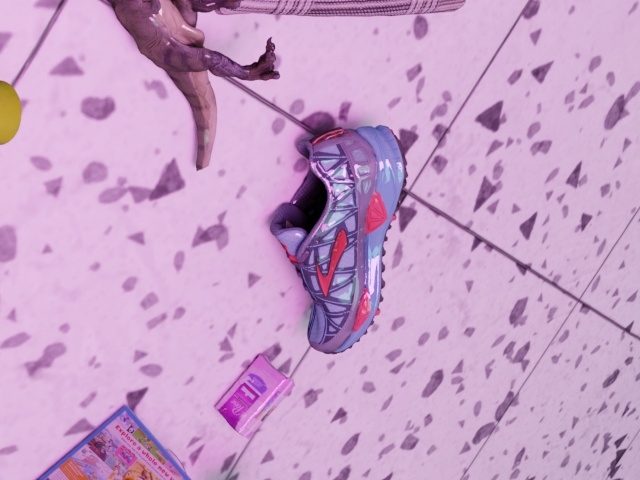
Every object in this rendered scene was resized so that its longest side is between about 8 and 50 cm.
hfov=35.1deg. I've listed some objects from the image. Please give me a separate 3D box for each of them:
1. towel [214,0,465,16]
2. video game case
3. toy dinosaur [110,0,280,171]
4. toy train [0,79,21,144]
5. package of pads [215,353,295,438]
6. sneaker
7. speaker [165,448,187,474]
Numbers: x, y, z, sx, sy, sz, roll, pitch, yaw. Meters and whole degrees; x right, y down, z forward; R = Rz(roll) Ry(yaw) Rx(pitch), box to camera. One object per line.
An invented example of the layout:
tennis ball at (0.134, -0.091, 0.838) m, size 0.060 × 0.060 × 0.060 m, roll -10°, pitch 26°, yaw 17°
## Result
towel at (0.061, -0.353, 0.887) m, size 0.312 × 0.056 × 0.324 m, roll -10°, pitch 122°, yaw -39°
video game case at (-0.219, 0.263, 1.005) m, size 0.166 × 0.119 × 0.015 m, roll -40°, pitch 166°, yaw -15°
toy dinosaur at (-0.103, -0.167, 0.841) m, size 0.118 × 0.064 × 0.268 m, roll -14°, pitch 139°, yaw 12°
toy train at (-0.261, -0.092, 0.678) m, size 0.248 × 0.105 × 0.143 m, roll -43°, pitch 160°, yaw 30°
package of pads at (-0.073, 0.173, 1.125) m, size 0.083 × 0.050 × 0.032 m, roll -49°, pitch 144°, yaw -6°
sneaker at (0.000, 0.000, 1.062) m, size 0.125 × 0.104 × 0.261 m, roll -1°, pitch 114°, yaw -23°
speaker at (-0.208, 0.276, 1.066) m, size 0.136 × 0.055 × 0.055 m, roll -25°, pitch 132°, yaw -28°
